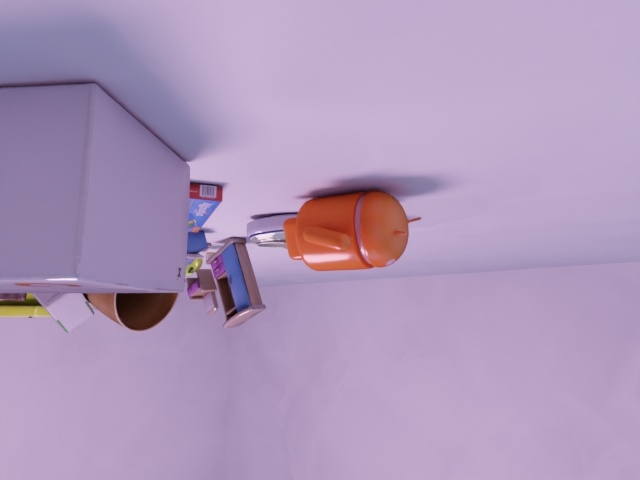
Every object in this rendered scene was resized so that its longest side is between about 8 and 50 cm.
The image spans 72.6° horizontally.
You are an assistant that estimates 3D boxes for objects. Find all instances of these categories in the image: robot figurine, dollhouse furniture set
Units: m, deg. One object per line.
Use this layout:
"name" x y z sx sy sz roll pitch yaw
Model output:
"robot figurine" 0.046 -0.013 0.710 0.220 0.128 0.158 -6 151 29
"dollhouse furniture set" -0.344 0.128 1.073 0.303 0.198 0.286 4 149 -45

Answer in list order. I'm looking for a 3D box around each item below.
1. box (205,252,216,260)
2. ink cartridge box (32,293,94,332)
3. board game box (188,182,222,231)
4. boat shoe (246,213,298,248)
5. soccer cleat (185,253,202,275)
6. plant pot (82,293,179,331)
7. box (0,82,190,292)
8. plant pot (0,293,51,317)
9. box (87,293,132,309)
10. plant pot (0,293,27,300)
"box" -0.336 0.063 1.476 0.081 0.028 0.136 0 169 -4
"ink cartridge box" -0.714 0.122 1.152 0.087 0.208 0.153 -40 157 -30
"board game box" -0.267 -0.054 0.756 0.145 0.027 0.281 5 169 -23
"boat shoe" 0.000 0.000 0.893 0.303 0.094 0.109 0 171 -2
"soccer cleat" -0.437 0.062 1.365 0.289 0.093 0.121 -17 -168 46
"plant pot" -0.568 0.108 1.219 0.255 0.237 0.237 12 176 22
"box" -0.345 -0.030 0.458 0.346 0.168 0.215 -1 171 4
"plant pot" -0.943 0.153 1.442 0.227 0.207 0.228 -1 170 8
"box" -0.685 0.124 1.353 0.231 0.183 0.056 0 139 -8
"plant pot" -0.680 0.043 0.905 0.167 0.165 0.167 0 171 0
